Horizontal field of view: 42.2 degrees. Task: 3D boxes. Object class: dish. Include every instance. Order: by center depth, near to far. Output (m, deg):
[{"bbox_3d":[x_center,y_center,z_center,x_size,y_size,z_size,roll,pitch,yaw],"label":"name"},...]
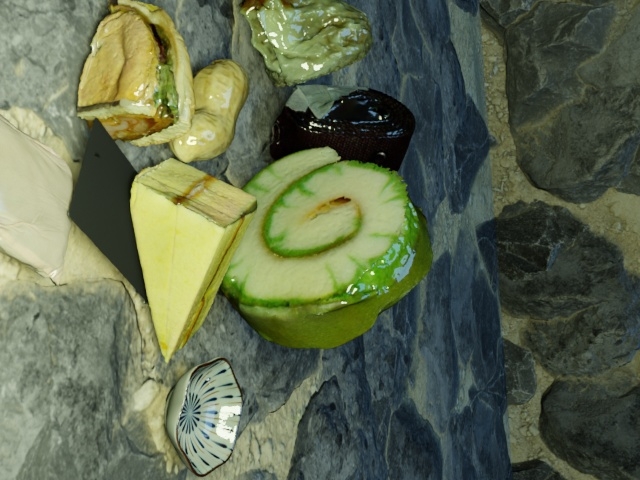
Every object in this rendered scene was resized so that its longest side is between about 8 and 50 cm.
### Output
[{"bbox_3d":[-0.199,0.278,1.325,0.190,0.066,0.191,-1,91,-64],"label":"dish"}]

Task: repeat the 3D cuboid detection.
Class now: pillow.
[{"bbox_3d":[-0.383,-0.068,0.957,0.270,0.067,0.173,40,47,-58],"label":"pillow"}]

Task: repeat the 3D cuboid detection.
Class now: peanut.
[{"bbox_3d":[-0.181,-0.210,1.362,0.103,0.098,0.229,26,55,-15],"label":"peanut"}]

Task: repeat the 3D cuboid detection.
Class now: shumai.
[{"bbox_3d":[-0.024,-0.418,1.586,0.222,0.225,0.260,71,21,-6],"label":"shumai"}]

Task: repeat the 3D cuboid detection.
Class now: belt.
[{"bbox_3d":[0.046,-0.225,1.641,0.164,0.289,0.184,111,-35,-41],"label":"belt"}]

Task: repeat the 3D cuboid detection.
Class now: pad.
[{"bbox_3d":[-0.281,-0.034,1.183,0.265,0.009,0.159,66,26,-57],"label":"pad"}]

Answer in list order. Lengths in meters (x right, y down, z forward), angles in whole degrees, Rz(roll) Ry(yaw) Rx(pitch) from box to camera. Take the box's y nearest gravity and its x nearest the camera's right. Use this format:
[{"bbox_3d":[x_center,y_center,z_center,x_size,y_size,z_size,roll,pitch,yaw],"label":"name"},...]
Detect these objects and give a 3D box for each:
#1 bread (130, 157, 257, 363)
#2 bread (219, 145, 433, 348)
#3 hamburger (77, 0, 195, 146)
[{"bbox_3d":[-0.232,0.027,1.275,0.264,0.163,0.167,-63,176,18],"label":"bread"},{"bbox_3d":[0.000,0.000,1.414,0.129,0.366,0.382,56,23,-45],"label":"bread"},{"bbox_3d":[-0.244,-0.243,1.181,0.135,0.155,0.208,48,39,-60],"label":"hamburger"}]
